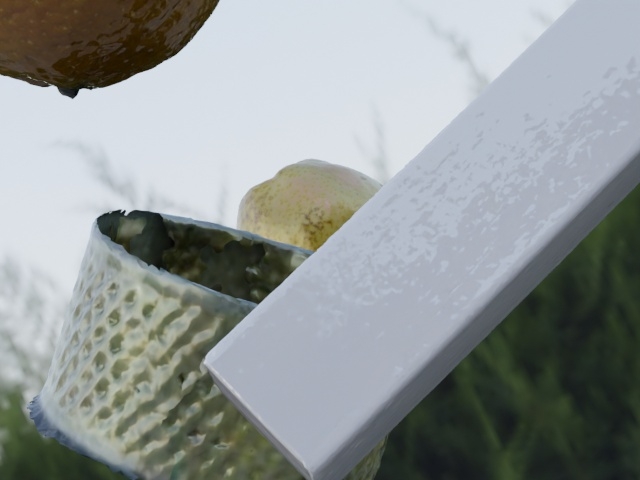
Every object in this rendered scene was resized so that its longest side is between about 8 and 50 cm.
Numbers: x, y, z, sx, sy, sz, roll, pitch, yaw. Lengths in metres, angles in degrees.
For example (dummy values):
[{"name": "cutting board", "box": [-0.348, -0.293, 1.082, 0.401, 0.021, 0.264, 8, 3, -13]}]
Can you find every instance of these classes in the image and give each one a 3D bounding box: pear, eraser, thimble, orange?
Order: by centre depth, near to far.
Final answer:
[{"name": "eraser", "box": [0.078, -0.010, 0.958, 0.298, 0.078, 0.076, -44, -14, -8]}, {"name": "orange", "box": [-0.167, -0.225, 1.289, 0.264, 0.264, 0.264, -25, -9, -4]}, {"name": "thimble", "box": [-0.067, 0.087, 1.441, 0.271, 0.271, 0.150, -4, -66, -65]}, {"name": "pear", "box": [0.000, 0.000, 1.919, 0.178, 0.178, 0.178, -25, -9, -4]}]

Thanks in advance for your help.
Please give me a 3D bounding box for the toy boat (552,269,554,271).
[{"name": "toy boat", "box": [0.242, -0.022, 2.231, 0.016, 0.115, 0.063, -7, -41, -38]}]
